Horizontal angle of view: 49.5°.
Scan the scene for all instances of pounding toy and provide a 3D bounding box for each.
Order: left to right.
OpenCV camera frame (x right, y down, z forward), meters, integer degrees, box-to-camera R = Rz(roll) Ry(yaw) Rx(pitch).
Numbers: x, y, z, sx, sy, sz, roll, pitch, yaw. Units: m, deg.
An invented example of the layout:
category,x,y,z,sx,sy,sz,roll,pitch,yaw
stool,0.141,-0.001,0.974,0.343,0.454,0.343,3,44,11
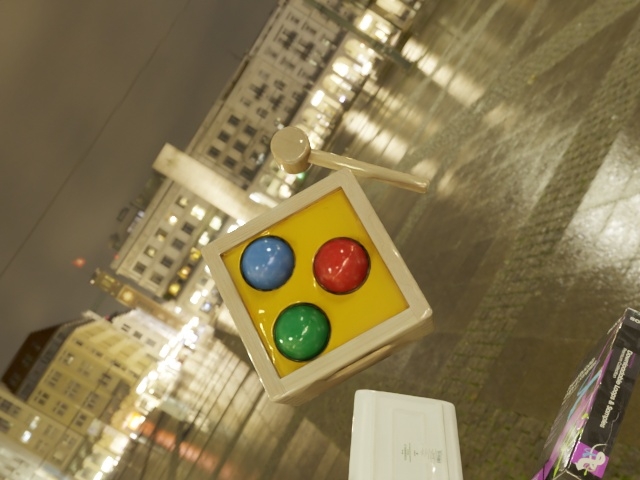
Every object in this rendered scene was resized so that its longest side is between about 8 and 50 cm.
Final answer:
category,x,y,z,sx,sy,sz,roll,pitch,yaw
pounding toy,0.006,-0.009,0.533,0.181,0.206,0.094,-29,-18,3

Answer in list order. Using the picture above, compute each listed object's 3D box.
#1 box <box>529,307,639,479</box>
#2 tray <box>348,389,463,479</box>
category,x,y,z,sx,sy,sz,roll,pitch,yaw
box,0.220,0.146,0.576,0.162,0.029,0.116,-51,-18,-32
tray,0.111,0.279,0.882,0.270,0.145,0.030,-79,-3,-62
